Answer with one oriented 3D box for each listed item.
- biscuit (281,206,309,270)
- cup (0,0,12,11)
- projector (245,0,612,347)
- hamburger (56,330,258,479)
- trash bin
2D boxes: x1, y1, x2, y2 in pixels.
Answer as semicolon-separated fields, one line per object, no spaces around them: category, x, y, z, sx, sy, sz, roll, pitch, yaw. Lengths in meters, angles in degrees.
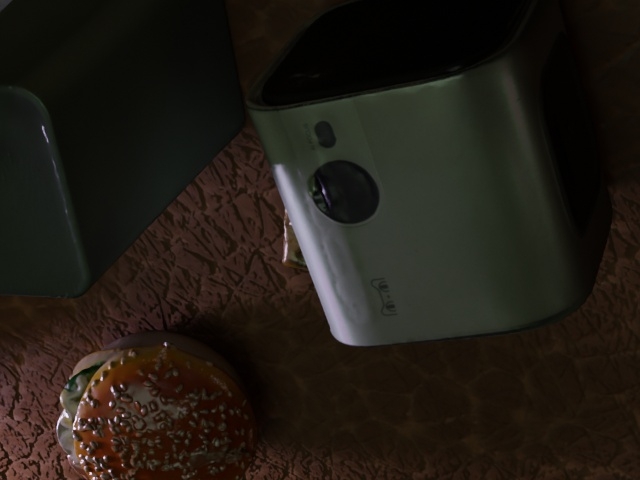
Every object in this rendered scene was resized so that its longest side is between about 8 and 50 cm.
biscuit;0.000;0.000;1.578;0.083;0.018;0.081;14;124;12
cup;-0.377;-0.252;1.490;0.173;0.142;0.134;35;126;-3
projector;0.106;-0.076;1.346;0.248;0.248;0.249;-8;117;25
hamburger;-0.178;0.204;1.696;0.236;0.147;0.237;9;125;13
trash bin;-0.208;-0.123;1.383;0.158;0.343;0.223;1;120;18
